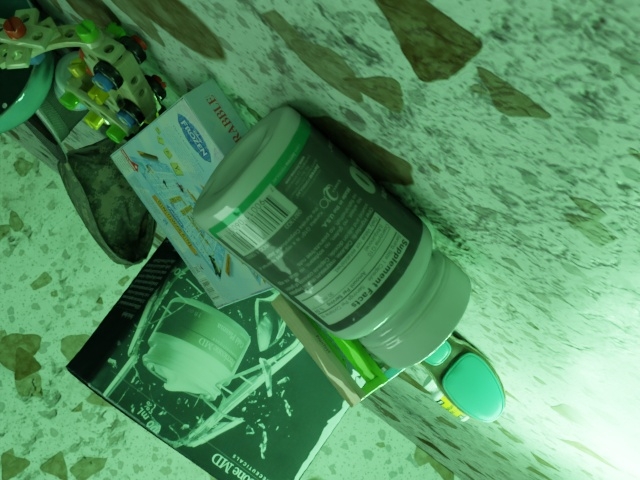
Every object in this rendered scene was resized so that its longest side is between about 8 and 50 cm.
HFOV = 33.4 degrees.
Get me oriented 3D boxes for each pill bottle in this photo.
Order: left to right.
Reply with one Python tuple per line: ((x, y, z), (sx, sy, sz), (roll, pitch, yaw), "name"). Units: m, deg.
((-0.437, -0.283, 1.929), (0.087, 0.087, 0.160), (38, 168, -9), "pill bottle")
((0.022, 0.004, 1.459), (0.361, 0.204, 0.204), (40, 167, -17), "pill bottle")
((0.280, 0.331, 2.299), (0.116, 0.065, 0.065), (38, 168, -5), "pill bottle")

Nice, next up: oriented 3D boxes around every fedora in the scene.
((-0.541, -0.294, 2.077), (0.275, 0.124, 0.244), (47, 165, -1), "fedora")

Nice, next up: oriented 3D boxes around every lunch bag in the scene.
((-0.452, -0.077, 2.357), (0.287, 0.169, 0.235), (68, 163, -6), "lunch bag")

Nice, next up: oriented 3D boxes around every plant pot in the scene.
((-0.580, -0.302, 1.851), (0.290, 0.290, 0.195), (33, 179, 14), "plant pot")

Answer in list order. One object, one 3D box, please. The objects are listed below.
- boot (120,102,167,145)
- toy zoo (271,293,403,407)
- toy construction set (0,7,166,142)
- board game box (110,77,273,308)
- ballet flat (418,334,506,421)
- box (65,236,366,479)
((-0.243, -0.150, 1.940), (0.229, 0.091, 0.263), (35, 173, -22), "boot")
((0.080, 0.109, 1.609), (0.192, 0.293, 0.030), (52, 132, 9), "toy zoo")
((-0.360, -0.269, 1.671), (0.215, 0.151, 0.327), (31, 178, 23), "toy construction set")
((-0.164, -0.059, 1.672), (0.319, 0.066, 0.318), (56, 148, -8), "board game box")
((0.226, 0.207, 1.958), (0.316, 0.107, 0.106), (47, -175, -22), "ballet flat")
((-0.181, 0.226, 2.217), (0.480, 0.472, 0.297), (39, 168, -16), "box")
